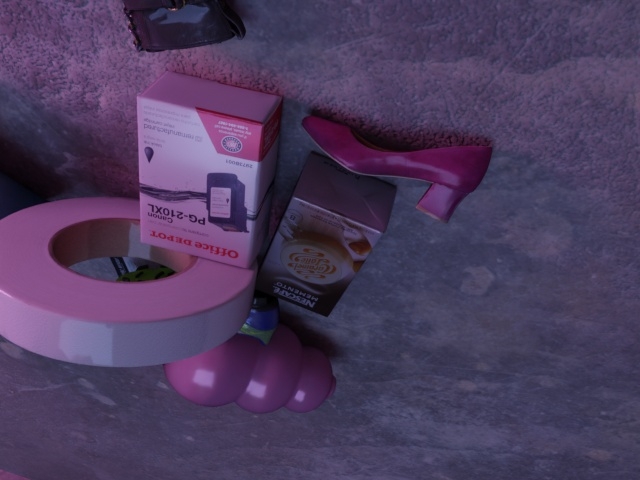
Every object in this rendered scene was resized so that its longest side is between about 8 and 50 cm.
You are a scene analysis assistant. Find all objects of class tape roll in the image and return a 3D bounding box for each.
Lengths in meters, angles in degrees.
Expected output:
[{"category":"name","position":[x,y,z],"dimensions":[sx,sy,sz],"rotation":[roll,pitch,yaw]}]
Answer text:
[{"category":"tape roll","position":[-0.284,0.041,0.989],"dimensions":[0.391,0.392,0.072],"rotation":[13,115,6]}]

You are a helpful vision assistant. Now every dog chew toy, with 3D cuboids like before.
[{"category":"dog chew toy","position":[-0.125,0.235,1.305],"dimensions":[0.331,0.207,0.207],"rotation":[20,142,-16]}]

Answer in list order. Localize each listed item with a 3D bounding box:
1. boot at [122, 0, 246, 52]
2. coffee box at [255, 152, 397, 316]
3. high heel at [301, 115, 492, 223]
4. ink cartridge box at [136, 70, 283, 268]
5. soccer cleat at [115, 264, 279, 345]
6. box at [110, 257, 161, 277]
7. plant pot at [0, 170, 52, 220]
[{"category":"boot","position":[-0.229,-0.314,0.771],"dimensions":[0.262,0.091,0.229],"rotation":[6,139,12]},{"category":"coffee box","position":[0.000,0.000,1.046],"dimensions":[0.141,0.098,0.247],"rotation":[22,141,-5]},{"category":"high heel","position":[0.099,-0.128,0.898],"dimensions":[0.244,0.082,0.117],"rotation":[32,109,4]},{"category":"ink cartridge box","position":[-0.156,-0.094,0.954],"dimensions":[0.171,0.100,0.237],"rotation":[14,127,5]},{"category":"soccer cleat","position":[-0.212,0.116,1.155],"dimensions":[0.288,0.093,0.121],"rotation":[9,116,7]},{"category":"box","position":[-0.251,0.039,1.218],"dimensions":[0.244,0.060,0.101],"rotation":[7,139,13]},{"category":"plant pot","position":[-0.610,-0.030,1.089],"dimensions":[0.271,0.272,0.255],"rotation":[-11,138,31]}]
